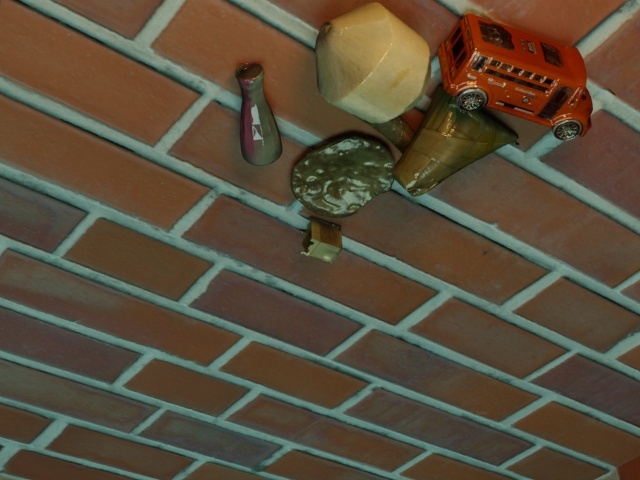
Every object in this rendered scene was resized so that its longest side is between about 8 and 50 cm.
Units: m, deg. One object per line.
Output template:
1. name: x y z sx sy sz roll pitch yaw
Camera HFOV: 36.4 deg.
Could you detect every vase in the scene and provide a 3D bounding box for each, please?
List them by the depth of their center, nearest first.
1. vase: -0.130 -0.256 1.964 0.086 0.086 0.214 -5 136 1

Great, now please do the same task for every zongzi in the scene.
1. zongzi: 0.287 -0.175 2.036 0.256 0.115 0.228 23 101 -42

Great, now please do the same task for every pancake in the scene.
1. pancake: 0.051 -0.144 2.140 0.223 0.042 0.236 19 132 -19

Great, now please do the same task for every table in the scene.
1. table: 0.000 0.000 2.277 0.083 0.079 0.062 18 133 -22

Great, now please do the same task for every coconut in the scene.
1. coconut: 0.087 -0.332 1.799 0.222 0.202 0.202 24 133 -30

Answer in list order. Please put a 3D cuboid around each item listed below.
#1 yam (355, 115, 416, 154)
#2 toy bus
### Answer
1. yam: 0.128 -0.248 2.005 0.066 0.066 0.300 -31 133 28
2. toy bus: 0.399 -0.317 1.887 0.329 0.143 0.153 15 136 -19
